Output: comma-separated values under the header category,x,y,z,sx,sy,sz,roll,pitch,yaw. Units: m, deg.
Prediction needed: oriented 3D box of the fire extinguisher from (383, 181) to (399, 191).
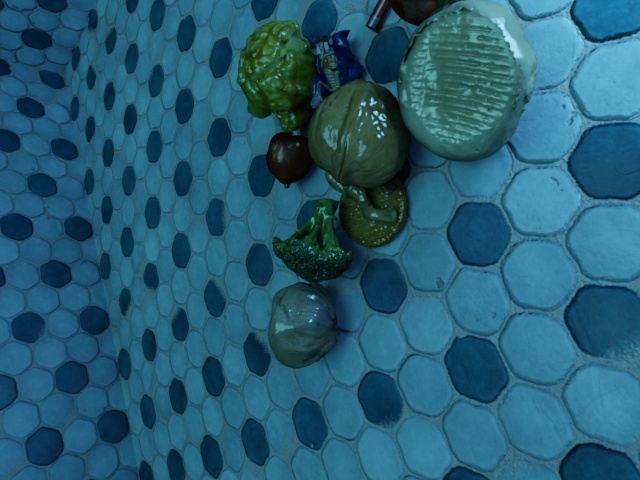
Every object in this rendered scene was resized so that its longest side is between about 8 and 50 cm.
category,x,y,z,sx,sy,sz,roll,pitch,yaw
fire extinguisher,0.193,-0.169,1.296,0.028,0.022,0.083,-44,55,-4

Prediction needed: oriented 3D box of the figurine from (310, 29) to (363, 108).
category,x,y,z,sx,sy,sz,roll,pitch,yaw
figurine,0.054,-0.531,1.423,0.164,0.121,0.262,1,99,4

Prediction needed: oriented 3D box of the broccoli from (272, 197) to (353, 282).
category,x,y,z,sx,sy,sz,roll,pitch,yaw
broccoli,0.000,0.000,1.371,0.269,0.254,0.269,-8,76,36

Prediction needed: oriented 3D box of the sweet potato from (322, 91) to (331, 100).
category,x,y,z,sx,sy,sz,roll,pitch,yaw
sweet potato,0.019,-0.417,1.474,0.075,0.075,0.269,-10,79,42

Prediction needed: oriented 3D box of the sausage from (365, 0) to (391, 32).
category,x,y,z,sx,sy,sz,roll,pitch,yaw
sausage,0.189,-0.710,1.344,0.145,0.048,0.050,-60,15,23

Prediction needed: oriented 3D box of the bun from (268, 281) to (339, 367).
category,x,y,z,sx,sy,sz,roll,pitch,yaw
bun,-0.044,0.266,1.420,0.205,0.281,0.281,-11,81,16

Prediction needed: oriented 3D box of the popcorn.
category,x,y,z,sx,sy,sz,roll,pitch,yaw
popcorn,-0.136,-0.558,1.483,0.274,0.279,0.335,3,78,15

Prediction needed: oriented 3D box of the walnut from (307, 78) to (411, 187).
category,x,y,z,sx,sy,sz,roll,pitch,yaw
walnut,0.107,-0.289,1.235,0.252,0.277,0.313,-30,30,53

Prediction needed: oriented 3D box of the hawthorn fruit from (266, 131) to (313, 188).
category,x,y,z,sx,sy,sz,roll,pitch,yaw
hawthorn fruit,-0.107,-0.274,1.530,0.169,0.169,0.188,6,92,42

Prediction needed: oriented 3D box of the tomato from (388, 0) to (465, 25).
category,x,y,z,sx,sy,sz,roll,pitch,yaw
tomato,0.284,-0.685,1.114,0.265,0.265,0.265,-1,88,42

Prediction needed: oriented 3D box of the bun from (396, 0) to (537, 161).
category,x,y,z,sx,sy,sz,roll,pitch,yaw
bun,0.358,-0.378,1.078,0.359,0.211,0.360,12,109,40

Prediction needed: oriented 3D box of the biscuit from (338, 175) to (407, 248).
category,x,y,z,sx,sy,sz,roll,pitch,yaw
biscuit,0.159,-0.101,1.363,0.254,0.035,0.254,-2,87,44

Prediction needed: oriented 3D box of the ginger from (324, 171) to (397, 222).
category,x,y,z,sx,sy,sz,roll,pitch,yaw
ginger,0.113,-0.136,1.335,0.288,0.075,0.089,41,148,36
